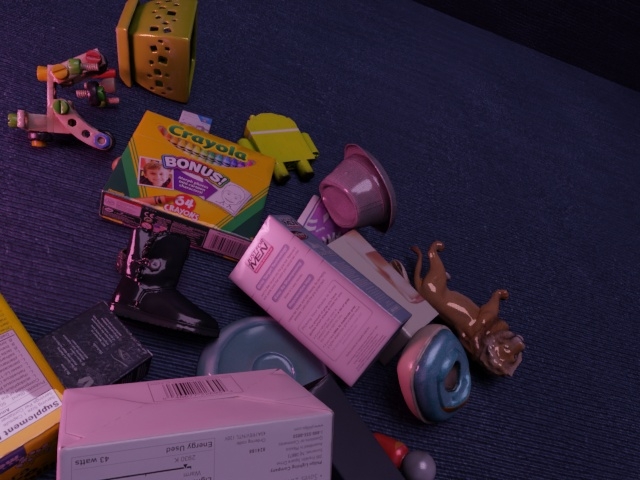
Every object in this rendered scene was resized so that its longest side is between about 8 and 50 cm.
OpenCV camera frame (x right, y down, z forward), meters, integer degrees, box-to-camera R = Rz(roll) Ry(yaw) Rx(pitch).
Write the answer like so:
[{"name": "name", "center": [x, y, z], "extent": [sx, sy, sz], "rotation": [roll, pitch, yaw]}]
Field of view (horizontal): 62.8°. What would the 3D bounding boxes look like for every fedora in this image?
[{"name": "fedora", "center": [0.080, -0.119, 1.361], "extent": [0.125, 0.243, 0.275], "rotation": [-23, 34, -17]}]

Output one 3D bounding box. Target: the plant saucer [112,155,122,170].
[{"name": "plant saucer", "center": [-0.500, -0.196, 1.370], "extent": [0.084, 0.015, 0.083], "rotation": [12, 49, -14]}]

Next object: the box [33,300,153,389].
[{"name": "box", "center": [-0.437, 0.228, 1.001], "extent": [0.156, 0.093, 0.158], "rotation": [43, 48, 13]}]

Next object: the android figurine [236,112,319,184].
[{"name": "android figurine", "center": [-0.128, -0.286, 1.581], "extent": [0.249, 0.056, 0.272], "rotation": [-14, 61, -32]}]

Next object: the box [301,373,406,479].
[{"name": "box", "center": [0.023, 0.398, 0.973], "extent": [0.103, 0.184, 0.261], "rotation": [-32, 82, -37]}]

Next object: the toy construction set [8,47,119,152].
[{"name": "toy construction set", "center": [-0.651, -0.364, 1.327], "extent": [0.238, 0.257, 0.308], "rotation": [-4, 34, -12]}]

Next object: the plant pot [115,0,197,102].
[{"name": "plant pot", "center": [-0.481, -0.577, 1.553], "extent": [0.208, 0.228, 0.227], "rotation": [7, 51, -12]}]

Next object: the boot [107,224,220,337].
[{"name": "boot", "center": [-0.312, 0.087, 1.125], "extent": [0.247, 0.094, 0.207], "rotation": [16, 74, -4]}]

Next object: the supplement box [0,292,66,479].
[{"name": "supplement box", "center": [-0.579, 0.234, 0.864], "extent": [0.194, 0.195, 0.356], "rotation": [-30, 68, -38]}]

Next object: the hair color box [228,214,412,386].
[{"name": "hair color box", "center": [-0.005, 0.124, 1.177], "extent": [0.375, 0.185, 0.114], "rotation": [39, 15, 15]}]

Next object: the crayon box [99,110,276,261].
[{"name": "crayon box", "center": [-0.321, -0.142, 1.335], "extent": [0.363, 0.106, 0.312], "rotation": [19, 48, -13]}]

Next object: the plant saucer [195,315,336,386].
[{"name": "plant saucer", "center": [-0.106, 0.294, 1.131], "extent": [0.318, 0.043, 0.317], "rotation": [12, 50, -15]}]

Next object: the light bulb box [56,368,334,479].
[{"name": "light bulb box", "center": [-0.188, 0.407, 0.767], "extent": [0.359, 0.225, 0.360], "rotation": [1, 93, -24]}]

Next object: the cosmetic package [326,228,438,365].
[{"name": "cosmetic package", "center": [0.120, 0.136, 1.286], "extent": [0.129, 0.153, 0.296], "rotation": [-30, 71, -40]}]

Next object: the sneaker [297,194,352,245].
[{"name": "sneaker", "center": [0.000, -0.001, 1.380], "extent": [0.161, 0.102, 0.282], "rotation": [32, 47, -2]}]

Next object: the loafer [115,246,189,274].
[{"name": "loafer", "center": [-0.380, 0.033, 1.205], "extent": [0.170, 0.061, 0.062], "rotation": [-16, 60, -34]}]

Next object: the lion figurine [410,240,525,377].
[{"name": "lion figurine", "center": [0.361, 0.178, 1.381], "extent": [0.392, 0.142, 0.240], "rotation": [33, 47, 14]}]

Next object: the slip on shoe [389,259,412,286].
[{"name": "slip on shoe", "center": [0.222, 0.114, 1.427], "extent": [0.041, 0.052, 0.135], "rotation": [40, 20, -48]}]

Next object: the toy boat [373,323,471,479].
[{"name": "toy boat", "center": [0.236, 0.355, 1.126], "extent": [0.148, 0.267, 0.318], "rotation": [15, 60, 40]}]

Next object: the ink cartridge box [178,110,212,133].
[{"name": "ink cartridge box", "center": [-0.365, -0.303, 1.492], "extent": [0.089, 0.052, 0.122], "rotation": [15, 50, -13]}]
